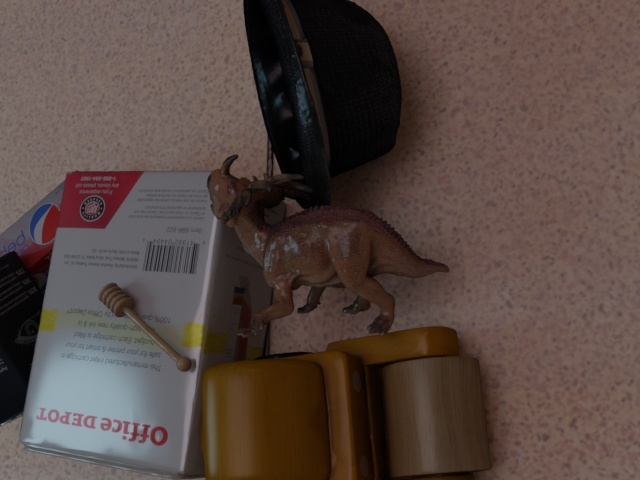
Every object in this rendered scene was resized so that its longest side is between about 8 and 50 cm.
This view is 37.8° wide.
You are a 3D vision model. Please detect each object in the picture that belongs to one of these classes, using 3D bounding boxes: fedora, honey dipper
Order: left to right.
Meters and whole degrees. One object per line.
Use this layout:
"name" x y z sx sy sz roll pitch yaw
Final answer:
"honey dipper" -0.215 0.109 1.155 0.161 0.030 0.030 37 97 27
"fedora" 0.009 -0.202 1.200 0.153 0.334 0.334 -13 68 -10

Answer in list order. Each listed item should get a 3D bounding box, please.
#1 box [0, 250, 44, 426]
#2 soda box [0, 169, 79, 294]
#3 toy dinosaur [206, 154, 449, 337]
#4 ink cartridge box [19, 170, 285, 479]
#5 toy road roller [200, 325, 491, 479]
"box" -0.461 0.142 1.348 0.108 0.153 0.207 -27 98 19
"soda box" -0.427 0.009 1.450 0.263 0.083 0.092 -37 64 16
"toy dinosaur" 0.000 0.000 1.089 0.296 0.127 0.200 -1 102 8
"ink cartridge box" -0.227 0.109 1.271 0.279 0.160 0.384 3 79 28
"toy road roller" 0.009 0.213 1.071 0.330 0.241 0.202 -12 73 26
